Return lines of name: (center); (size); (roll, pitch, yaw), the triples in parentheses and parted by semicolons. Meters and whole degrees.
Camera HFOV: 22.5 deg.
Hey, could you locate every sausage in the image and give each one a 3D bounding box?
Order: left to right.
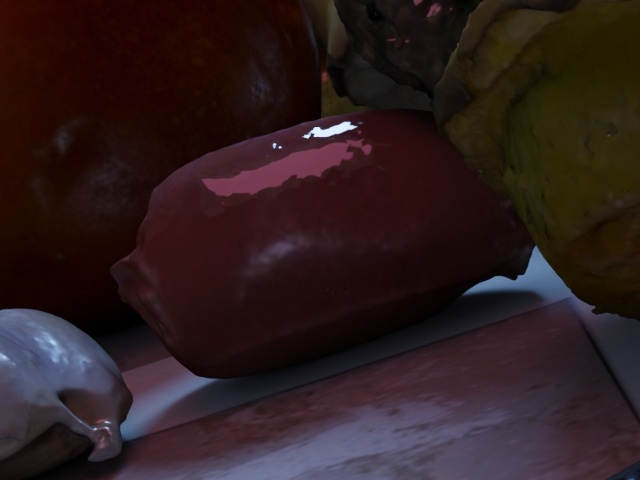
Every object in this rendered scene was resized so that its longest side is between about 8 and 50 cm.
sausage: (0.000, 0.000, 0.984); (0.254, 0.148, 0.148); (-19, 12, -7)

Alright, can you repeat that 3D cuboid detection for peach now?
peach: (-0.183, -0.087, 1.272); (0.406, 0.310, 0.335); (-24, 6, 12)

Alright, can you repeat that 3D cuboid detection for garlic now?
garlic: (-0.225, 0.101, 0.963); (0.228, 0.110, 0.217); (-17, 8, 14)

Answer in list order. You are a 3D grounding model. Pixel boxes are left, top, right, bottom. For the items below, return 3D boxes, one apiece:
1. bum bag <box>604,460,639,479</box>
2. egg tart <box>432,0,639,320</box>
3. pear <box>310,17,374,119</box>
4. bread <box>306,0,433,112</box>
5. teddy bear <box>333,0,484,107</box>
bum bag: (0.175, 0.090, 0.411); (0.144, 0.095, 0.340); (-9, 4, -40)
egg tart: (0.187, -0.044, 0.739); (0.288, 0.118, 0.288); (4, -26, 2)
pear: (0.026, -0.187, 1.606); (0.271, 0.271, 0.271); (-18, 12, 4)
bread: (0.148, -0.293, 1.353); (0.361, 0.250, 0.394); (-7, 42, -11)
teddy bear: (0.127, -0.133, 0.909); (0.222, 0.246, 0.296); (-46, 41, 18)
